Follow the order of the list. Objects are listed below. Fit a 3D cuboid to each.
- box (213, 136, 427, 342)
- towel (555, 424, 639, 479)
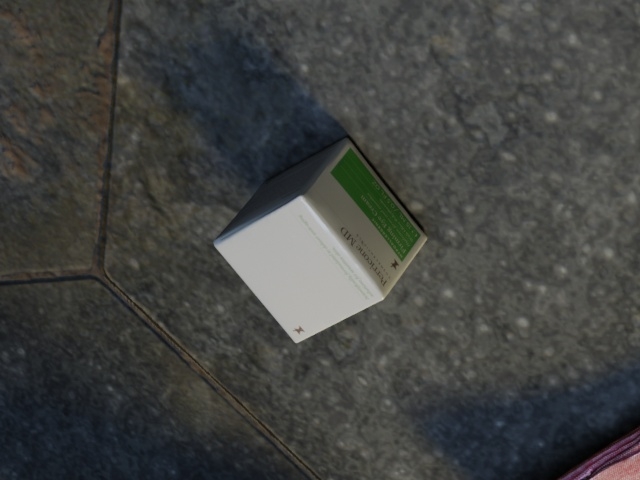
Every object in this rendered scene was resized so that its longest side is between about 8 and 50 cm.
[{"bbox_3d":[0.000,0.000,1.326,0.102,0.087,0.101,-28,106,41],"label":"box"},{"bbox_3d":[0.297,0.291,1.369,0.329,0.037,0.237,45,120,-7],"label":"towel"}]
